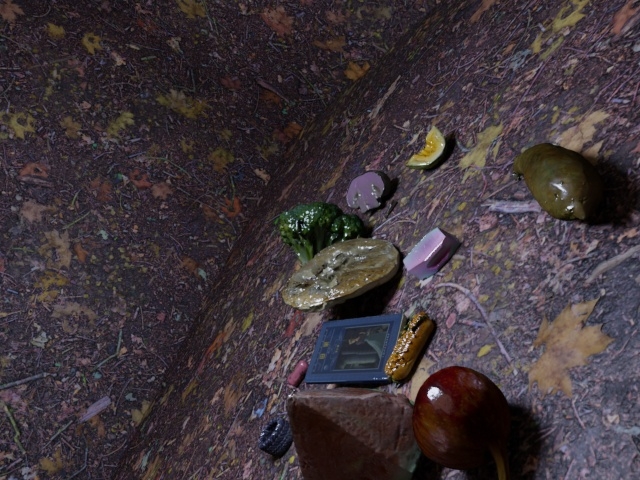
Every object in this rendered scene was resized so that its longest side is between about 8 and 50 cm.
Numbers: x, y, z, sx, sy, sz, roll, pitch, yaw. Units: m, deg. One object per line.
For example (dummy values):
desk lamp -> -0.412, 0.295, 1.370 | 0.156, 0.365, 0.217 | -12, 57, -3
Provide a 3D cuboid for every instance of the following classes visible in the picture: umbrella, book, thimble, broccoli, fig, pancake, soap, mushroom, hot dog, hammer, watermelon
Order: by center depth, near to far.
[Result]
fig -> 0.258, 0.315, 0.976 | 0.175, 0.175, 0.207 | -56, 32, -4
watermelon -> 0.060, 0.421, 1.156 | 0.283, 0.293, 0.250 | -25, 64, 56
hot dog -> 0.204, 0.251, 1.365 | 0.188, 0.055, 0.072 | -58, 20, -13
book -> 0.089, 0.285, 1.514 | 0.269, 0.025, 0.191 | -12, 43, 38
soap -> 0.294, 0.032, 1.529 | 0.149, 0.056, 0.100 | -50, 21, 17
thimble -> -0.125, 0.556, 1.643 | 0.104, 0.066, 0.095 | -40, 21, 38
pancake -> 0.061, 0.104, 1.744 | 0.387, 0.082, 0.387 | -21, 18, 7
hammer -> -0.067, 0.412, 1.798 | 0.083, 0.043, 0.043 | -55, 18, 4
umbrella -> 0.240, -0.111, 1.985 | 0.083, 0.020, 0.031 | -63, 18, -8
broccoli -> 0.000, 0.000, 2.044 | 0.321, 0.304, 0.283 | 105, 168, -72
mushroom -> 0.187, -0.184, 2.101 | 0.117, 0.141, 0.188 | -25, 0, -42

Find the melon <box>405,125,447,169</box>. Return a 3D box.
melon -> 0.365, -0.281, 1.893 | 0.160, 0.079, 0.128 | -53, 36, 3

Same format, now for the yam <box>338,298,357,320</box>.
yam -> 0.080, 0.237, 1.669 | 0.061, 0.061, 0.274 | -46, 25, 26

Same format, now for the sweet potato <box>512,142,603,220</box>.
sweet potato -> 0.492, -0.140, 1.241 | 0.130, 0.130, 0.422 | -50, 12, 16
